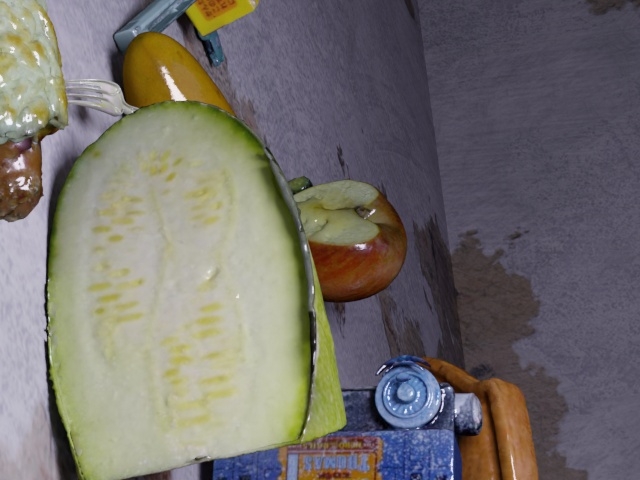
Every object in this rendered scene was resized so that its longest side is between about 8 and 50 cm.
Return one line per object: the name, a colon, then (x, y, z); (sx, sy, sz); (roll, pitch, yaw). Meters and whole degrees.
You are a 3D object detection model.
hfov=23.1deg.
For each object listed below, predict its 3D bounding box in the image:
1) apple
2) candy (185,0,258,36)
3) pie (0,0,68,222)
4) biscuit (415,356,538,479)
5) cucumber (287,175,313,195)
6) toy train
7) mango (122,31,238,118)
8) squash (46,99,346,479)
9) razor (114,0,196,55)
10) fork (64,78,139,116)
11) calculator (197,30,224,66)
apple: (0.033, 0.006, 2.206); (0.195, 0.173, 0.160); (-94, 161, -52)
candy: (-0.135, -0.384, 1.997); (0.146, 0.088, 0.276); (55, 21, -25)
pie: (-0.272, -0.174, 1.164); (0.257, 0.105, 0.274); (56, 21, -36)
biscuit: (0.105, 0.335, 1.766); (0.455, 0.078, 0.350); (-61, -143, 30)
cucumber: (0.001, 0.000, 2.382); (0.257, 0.043, 0.044); (66, 21, -45)
toy train: (0.020, 0.235, 1.628); (0.131, 0.299, 0.202); (63, 25, -63)
mango: (-0.140, -0.108, 1.672); (0.138, 0.113, 0.253); (-79, 150, -56)
squash: (-0.117, 0.027, 1.343); (0.210, 0.233, 0.309); (-11, 89, -81)
razor: (-0.152, -0.282, 1.781); (0.278, 0.056, 0.111); (-48, 119, -45)
fork: (-0.164, -0.120, 1.545); (0.219, 0.028, 0.034); (17, 54, -45)
calculator: (-0.153, -0.295, 2.045); (0.094, 0.019, 0.141); (-76, 151, -70)
